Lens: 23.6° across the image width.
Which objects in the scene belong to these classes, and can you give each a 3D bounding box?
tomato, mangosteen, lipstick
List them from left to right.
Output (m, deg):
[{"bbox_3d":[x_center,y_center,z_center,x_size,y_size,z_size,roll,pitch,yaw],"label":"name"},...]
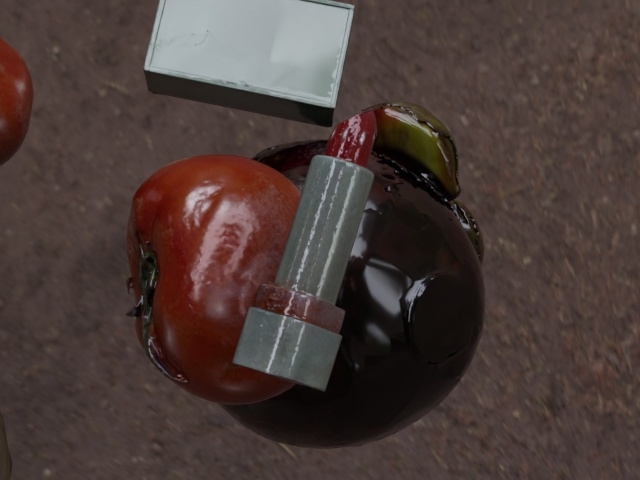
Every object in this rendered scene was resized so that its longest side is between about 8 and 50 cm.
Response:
[{"bbox_3d":[-0.512,-0.204,2.168,0.232,0.188,0.232,13,61,-23],"label":"tomato"},{"bbox_3d":[-0.066,0.028,1.140,0.151,0.187,0.187,-1,64,-13],"label":"tomato"},{"bbox_3d":[-0.001,0.000,0.994,0.057,0.063,0.186,12,82,37],"label":"lipstick"},{"bbox_3d":[0.034,0.046,1.825,0.421,0.381,0.381,-34,60,-25],"label":"mangosteen"}]

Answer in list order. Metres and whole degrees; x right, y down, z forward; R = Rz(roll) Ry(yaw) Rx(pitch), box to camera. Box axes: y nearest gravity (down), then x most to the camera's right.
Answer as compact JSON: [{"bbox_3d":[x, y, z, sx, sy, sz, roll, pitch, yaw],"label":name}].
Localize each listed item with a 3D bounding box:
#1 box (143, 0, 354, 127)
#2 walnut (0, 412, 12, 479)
[{"bbox_3d":[-0.082,-0.225,1.797,0.225,0.086,0.130,11,77,0],"label":"box"},{"bbox_3d":[-0.366,0.192,1.239,0.227,0.273,0.273,-48,58,28],"label":"walnut"}]
